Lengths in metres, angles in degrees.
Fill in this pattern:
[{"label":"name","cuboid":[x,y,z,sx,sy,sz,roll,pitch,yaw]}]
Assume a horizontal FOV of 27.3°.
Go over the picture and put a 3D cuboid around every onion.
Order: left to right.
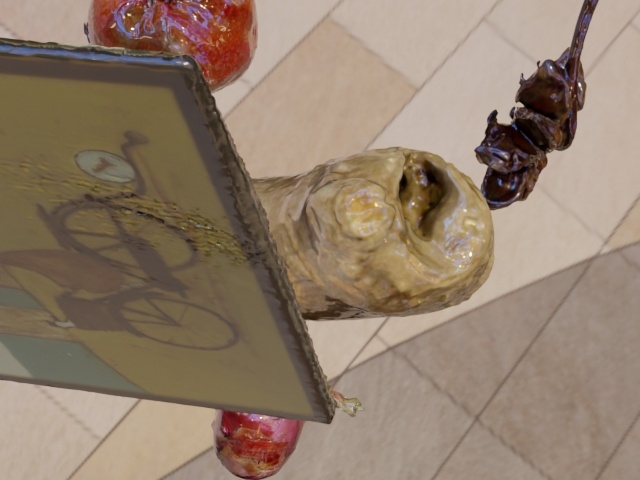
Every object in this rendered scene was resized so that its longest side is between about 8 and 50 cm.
[{"label":"onion","cuboid":[-0.028,0.150,1.215,0.140,0.150,0.150,11,65,-5]}]

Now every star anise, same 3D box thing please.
[{"label":"star anise","cuboid":[0.192,-0.113,1.152,0.073,0.234,0.177,27,63,13]}]

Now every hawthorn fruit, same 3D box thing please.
[{"label":"hawthorn fruit","cuboid":[-0.154,-0.234,1.435,0.185,0.202,0.185,-2,79,9]}]

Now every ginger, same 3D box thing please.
[{"label":"ginger","cuboid":[0.000,0.000,1.015,0.221,0.275,0.130,-1,82,-17]}]

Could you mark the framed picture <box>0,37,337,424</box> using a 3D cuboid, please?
[{"label":"framed picture","cuboid":[-0.167,-0.003,0.450,0.323,0.244,0.013,5,63,13]}]
